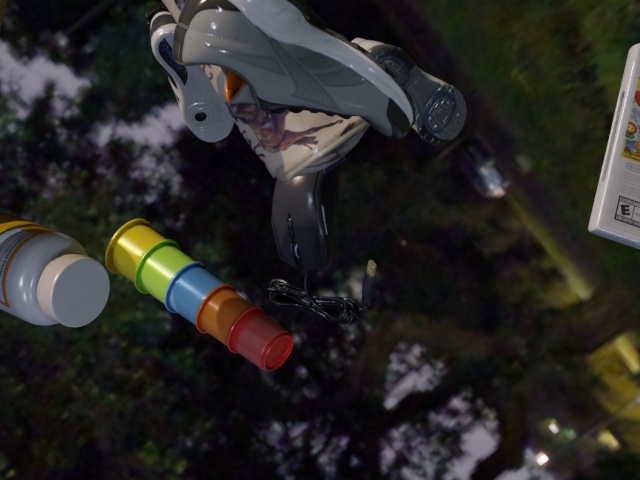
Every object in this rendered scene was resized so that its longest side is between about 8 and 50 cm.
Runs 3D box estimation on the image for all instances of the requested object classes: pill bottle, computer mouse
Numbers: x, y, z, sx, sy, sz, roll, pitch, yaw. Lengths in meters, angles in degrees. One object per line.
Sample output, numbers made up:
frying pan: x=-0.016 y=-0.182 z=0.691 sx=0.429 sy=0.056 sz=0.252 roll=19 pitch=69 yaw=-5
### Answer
pill bottle: x=-0.421 y=0.045 z=1.740 sx=0.246 sy=0.136 sz=0.136 roll=17 pitch=161 yaw=41
computer mouse: x=0.000 y=0.000 z=1.716 sx=0.184 sy=0.262 sz=0.060 roll=19 pitch=-159 yaw=30

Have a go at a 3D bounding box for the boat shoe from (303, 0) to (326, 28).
boat shoe: x=-0.045 y=-0.390 z=1.925 sx=0.183 sy=0.083 sz=0.065 roll=29 pitch=-140 yaw=-29

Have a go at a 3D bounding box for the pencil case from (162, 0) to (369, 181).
pencil case: x=-0.081 y=-0.276 z=1.528 sx=0.410 sy=0.183 sz=0.160 roll=58 pitch=141 yaw=4

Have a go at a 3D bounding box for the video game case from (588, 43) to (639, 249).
video game case: x=0.402 y=-0.073 z=1.238 sx=0.227 sy=0.206 sz=0.026 roll=18 pitch=168 yaw=-11

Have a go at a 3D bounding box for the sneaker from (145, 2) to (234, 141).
sneaker: x=-0.187 y=-0.255 z=1.740 sx=0.121 sy=0.079 sz=0.217 roll=-108 pitch=-4 yaw=-45

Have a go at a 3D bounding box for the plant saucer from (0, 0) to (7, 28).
plant saucer: x=-0.481 y=-0.248 z=1.292 sx=0.081 sy=0.333 sz=0.333 roll=64 pitch=148 yaw=21

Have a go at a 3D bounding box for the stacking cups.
stacking cups: x=-0.167 y=0.077 z=1.715 sx=0.316 sy=0.096 sz=0.096 roll=30 pitch=175 yaw=28

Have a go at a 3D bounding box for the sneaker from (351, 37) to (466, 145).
sneaker: x=0.162 y=-0.285 z=2.202 sx=0.297 sy=0.111 sz=0.129 roll=39 pitch=-174 yaw=-39

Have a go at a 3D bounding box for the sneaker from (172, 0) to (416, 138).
sneaker: x=-0.023 y=-0.154 z=1.094 sx=0.271 sy=0.108 sz=0.100 roll=26 pitch=-174 yaw=-37
